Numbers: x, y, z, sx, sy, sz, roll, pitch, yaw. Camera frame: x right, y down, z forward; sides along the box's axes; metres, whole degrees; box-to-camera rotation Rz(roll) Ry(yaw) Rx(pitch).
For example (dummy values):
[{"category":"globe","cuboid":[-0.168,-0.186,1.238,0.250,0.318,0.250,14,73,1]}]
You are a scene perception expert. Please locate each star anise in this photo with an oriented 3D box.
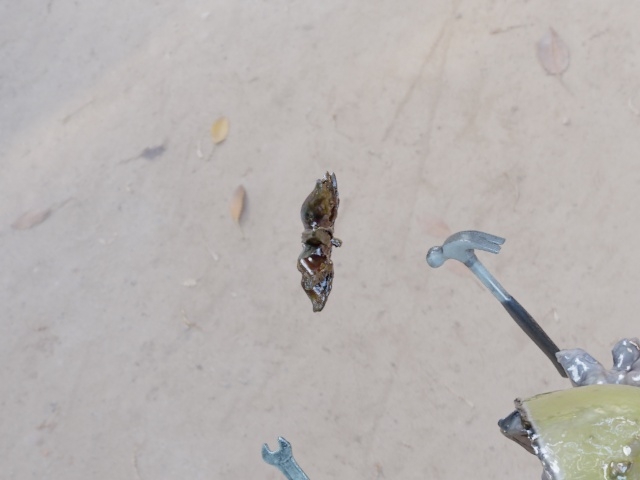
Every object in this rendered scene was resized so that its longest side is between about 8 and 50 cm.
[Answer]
[{"category":"star anise","cuboid":[0.275,0.155,0.734,0.236,0.093,0.229,-39,24,-4]},{"category":"star anise","cuboid":[0.000,-0.001,1.596,0.088,0.288,0.288,2,56,-1]}]

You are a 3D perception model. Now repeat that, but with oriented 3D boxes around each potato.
[{"category":"potato","cuboid":[0.194,0.150,0.447,0.117,0.202,0.182,-28,64,8]}]

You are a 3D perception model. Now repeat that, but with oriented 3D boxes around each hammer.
[{"category":"hammer","cuboid":[0.248,0.083,1.024,0.103,0.246,0.029,-33,14,50]}]

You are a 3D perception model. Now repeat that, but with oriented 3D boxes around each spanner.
[{"category":"spanner","cuboid":[-0.016,0.535,1.687,0.071,0.017,0.302,-38,90,6]}]
